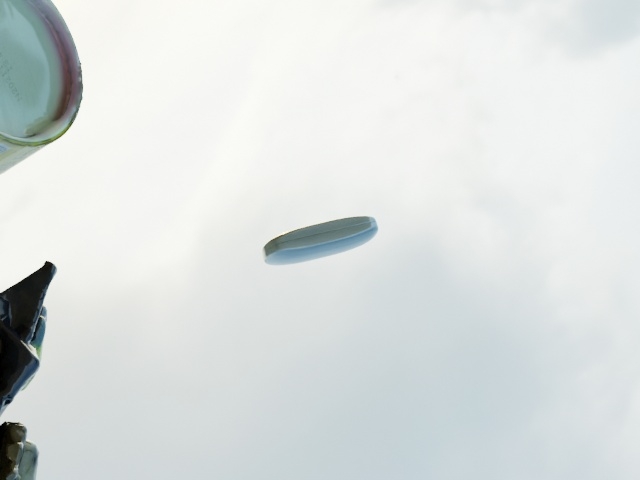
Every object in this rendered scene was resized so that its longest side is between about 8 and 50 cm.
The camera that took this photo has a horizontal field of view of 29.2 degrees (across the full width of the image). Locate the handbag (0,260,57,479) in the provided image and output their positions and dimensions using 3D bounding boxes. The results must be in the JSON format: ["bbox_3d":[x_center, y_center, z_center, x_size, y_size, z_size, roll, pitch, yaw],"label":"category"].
[{"bbox_3d":[-0.265,0.185,0.760,0.329,0.122,0.303,-45,-150,51],"label":"handbag"}]

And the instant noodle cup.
[{"bbox_3d":[-0.395,-0.169,1.300,0.200,0.264,0.264,-19,-143,34],"label":"instant noodle cup"}]

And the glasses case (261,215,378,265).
[{"bbox_3d":[0.000,0.000,1.800,0.178,0.045,0.067,-14,163,-19],"label":"glasses case"}]
